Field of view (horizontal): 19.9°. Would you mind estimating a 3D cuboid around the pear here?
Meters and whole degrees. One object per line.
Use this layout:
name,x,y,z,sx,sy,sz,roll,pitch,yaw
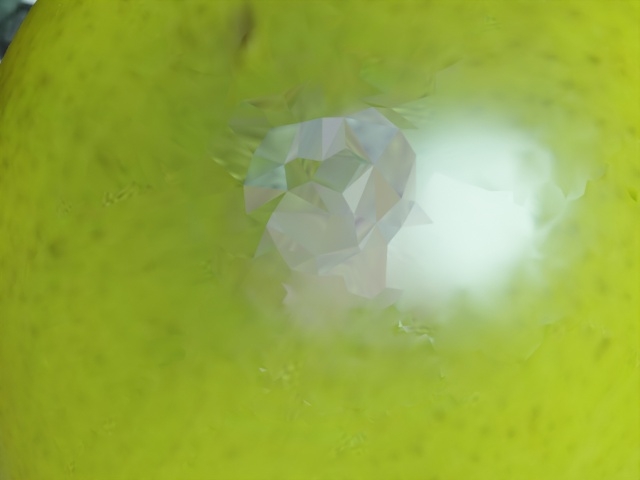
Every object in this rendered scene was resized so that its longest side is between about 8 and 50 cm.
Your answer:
pear,0.000,0.000,0.702,0.340,0.191,0.386,18,82,12
